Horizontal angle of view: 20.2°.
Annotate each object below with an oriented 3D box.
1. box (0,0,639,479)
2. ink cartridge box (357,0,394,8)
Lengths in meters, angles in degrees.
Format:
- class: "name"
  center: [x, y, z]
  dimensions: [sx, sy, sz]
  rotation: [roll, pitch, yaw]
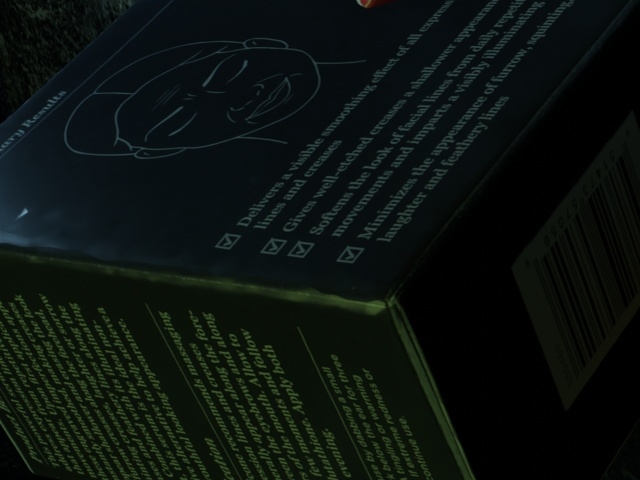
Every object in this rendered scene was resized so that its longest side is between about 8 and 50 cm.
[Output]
- class: "box"
  center: [0.000, 0.000, 1.058]
  dimensions: [0.395, 0.293, 0.212]
  rotation: [7, 134, 41]
- class: "ink cartridge box"
  center: [0.119, -0.213, 0.776]
  dimensions: [0.100, 0.237, 0.172]
  rotation: [63, 158, 22]
